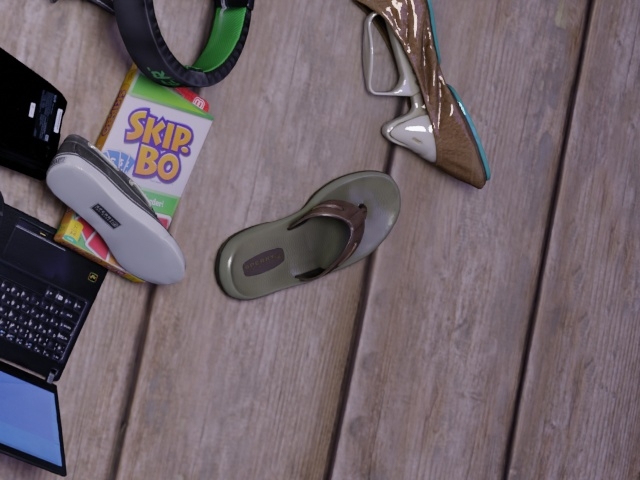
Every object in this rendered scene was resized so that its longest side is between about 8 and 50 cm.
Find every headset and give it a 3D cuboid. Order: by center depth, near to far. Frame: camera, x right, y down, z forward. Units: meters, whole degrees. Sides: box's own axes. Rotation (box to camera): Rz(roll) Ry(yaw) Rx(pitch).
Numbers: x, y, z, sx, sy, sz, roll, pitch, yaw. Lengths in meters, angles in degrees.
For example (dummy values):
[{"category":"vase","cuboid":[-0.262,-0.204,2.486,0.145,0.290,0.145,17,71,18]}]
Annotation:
[{"category":"headset","cuboid":[-0.179,-0.382,1.486,0.243,0.185,0.394,-1,96,-63]}]

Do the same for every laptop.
[{"category":"laptop","cuboid":[-0.356,0.093,1.391,0.234,0.136,0.264,31,75,-32]}]

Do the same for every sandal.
[{"category":"sandal","cuboid":[-0.001,0.002,1.665,0.303,0.086,0.120,-29,108,-31]}]

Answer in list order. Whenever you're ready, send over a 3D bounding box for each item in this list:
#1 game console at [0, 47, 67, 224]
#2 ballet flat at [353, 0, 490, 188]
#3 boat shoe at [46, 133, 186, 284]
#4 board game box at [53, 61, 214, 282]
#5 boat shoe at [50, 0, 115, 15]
[{"category":"game console","cuboid":[-0.405,-0.063,1.351,0.213,0.044,0.361,23,61,-33]},{"category":"ballet flat","cuboid":[0.130,-0.215,1.745,0.124,0.116,0.342,-24,106,-11]},{"category":"boat shoe","cuboid":[-0.229,-0.036,1.454,0.219,0.078,0.070,51,33,-33]},{"category":"board game box","cuboid":[-0.223,-0.090,1.531,0.124,0.039,0.259,31,67,-31]},{"category":"boat shoe","cuboid":[-0.313,-0.321,1.446,0.076,0.080,0.228,-50,125,3]}]
